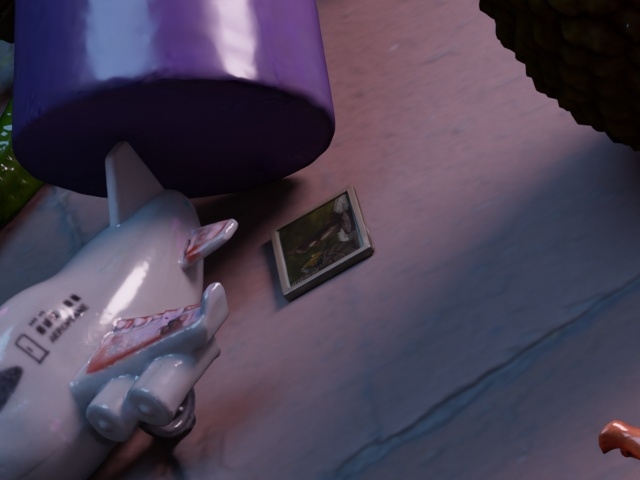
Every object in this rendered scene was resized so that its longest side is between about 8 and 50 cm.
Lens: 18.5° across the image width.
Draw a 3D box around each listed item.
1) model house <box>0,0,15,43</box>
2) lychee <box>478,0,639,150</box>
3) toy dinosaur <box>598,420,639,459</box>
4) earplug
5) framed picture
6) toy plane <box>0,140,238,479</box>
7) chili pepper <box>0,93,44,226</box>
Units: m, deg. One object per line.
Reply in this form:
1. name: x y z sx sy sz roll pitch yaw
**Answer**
1. model house: -0.248 -0.237 1.734 0.243 0.204 0.211 -55 -16 7
2. lychee: 0.196 -0.161 1.072 0.236 0.271 0.236 -17 69 55
3. toy dinosaur: 0.139 0.137 0.860 0.101 0.055 0.279 25 58 33
4. earplug: -0.116 -0.269 1.363 0.215 0.215 0.456 -16 69 30
5. framed picture: 0.000 0.000 1.272 0.066 0.007 0.089 -30 28 9
6. toy plane: -0.148 0.060 1.223 0.252 0.118 0.252 -27 30 18
7. chili pepper: -0.242 -0.057 1.555 0.076 0.085 0.359 110 -175 -56
